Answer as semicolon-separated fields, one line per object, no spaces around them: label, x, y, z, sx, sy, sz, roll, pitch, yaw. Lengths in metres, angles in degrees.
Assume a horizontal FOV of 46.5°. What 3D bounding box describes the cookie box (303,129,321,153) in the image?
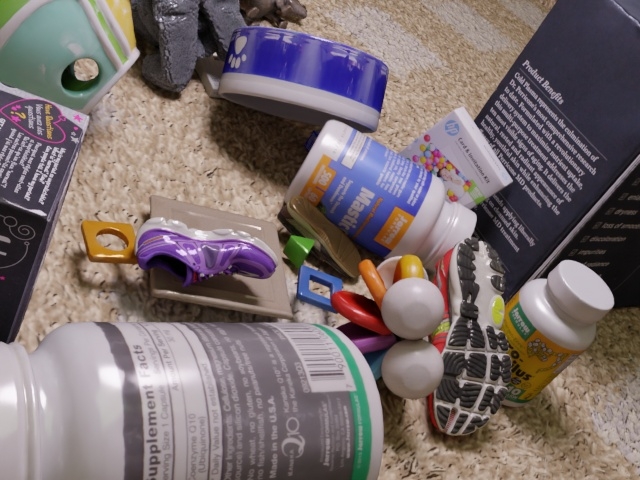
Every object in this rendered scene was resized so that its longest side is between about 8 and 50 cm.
cookie box;0.037;-0.139;1.286;0.092;0.040;0.107;-2;49;-40

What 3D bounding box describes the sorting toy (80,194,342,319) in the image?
sorting toy;-0.136;0.028;0.962;0.348;0.047;0.196;13;37;-25

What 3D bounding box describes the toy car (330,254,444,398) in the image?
toy car;0.077;0.108;0.933;0.136;0.182;0.159;-2;12;-3

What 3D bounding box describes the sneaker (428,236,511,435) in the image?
sneaker;0.191;0.135;1.023;0.107;0.118;0.279;21;62;-16

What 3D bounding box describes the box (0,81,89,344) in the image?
box;-0.324;-0.007;0.688;0.142;0.247;0.163;21;38;-18

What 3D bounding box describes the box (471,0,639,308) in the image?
box;0.518;-0.135;1.275;0.480;0.472;0.297;1;47;-37

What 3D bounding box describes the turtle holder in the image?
turtle holder;-0.349;-0.304;0.988;0.227;0.243;0.320;43;70;-20

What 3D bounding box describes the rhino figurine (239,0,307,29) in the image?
rhino figurine;-0.107;-0.501;1.574;0.106;0.073;0.243;49;37;16

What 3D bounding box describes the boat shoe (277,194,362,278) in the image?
boat shoe;0.000;0.000;1.090;0.152;0.049;0.056;48;38;-10

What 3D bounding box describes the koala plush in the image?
koala plush;-0.260;-0.392;1.252;0.196;0.203;0.221;-33;45;-33

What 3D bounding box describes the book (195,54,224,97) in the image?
book;-0.145;-0.288;1.332;0.144;0.035;0.096;0;48;-35

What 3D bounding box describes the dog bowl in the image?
dog bowl;-0.026;-0.255;1.205;0.265;0.104;0.265;13;3;-1

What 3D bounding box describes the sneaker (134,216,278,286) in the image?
sneaker;-0.135;0.028;0.878;0.170;0.068;0.071;9;53;-15

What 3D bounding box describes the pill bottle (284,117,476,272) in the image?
pill bottle;0.095;-0.059;1.142;0.272;0.152;0.152;29;36;-4

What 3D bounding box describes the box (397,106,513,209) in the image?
box;0.198;-0.106;1.216;0.038;0.186;0.145;-28;84;-50

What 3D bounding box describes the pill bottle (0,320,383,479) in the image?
pill bottle;-0.142;0.173;0.652;0.361;0.204;0.204;4;45;-33

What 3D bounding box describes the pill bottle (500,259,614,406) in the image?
pill bottle;0.303;0.128;1.031;0.117;0.208;0.117;20;38;-17
